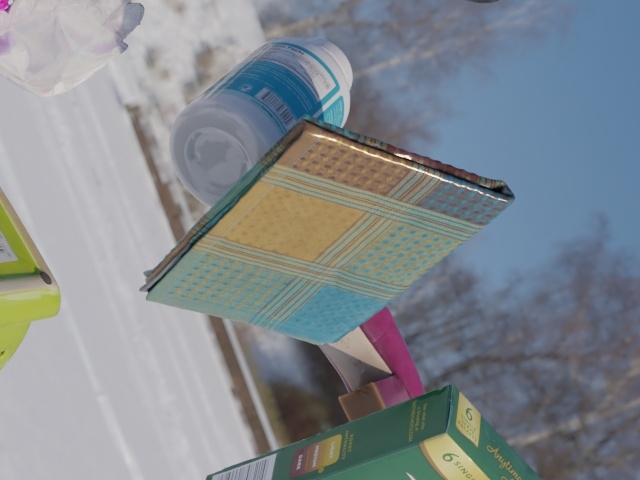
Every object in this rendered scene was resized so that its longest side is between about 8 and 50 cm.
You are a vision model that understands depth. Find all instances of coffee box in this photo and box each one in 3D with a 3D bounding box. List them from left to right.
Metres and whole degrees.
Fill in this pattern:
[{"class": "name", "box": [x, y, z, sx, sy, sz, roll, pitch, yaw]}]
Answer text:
[{"class": "coffee box", "box": [0.031, 0.156, 0.907, 0.113, 0.184, 0.040, 49, 34, -29]}]

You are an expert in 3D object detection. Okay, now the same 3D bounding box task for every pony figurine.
[{"class": "pony figurine", "box": [-0.407, -0.260, 1.750, 0.303, 0.351, 0.363, 35, 24, -25]}]

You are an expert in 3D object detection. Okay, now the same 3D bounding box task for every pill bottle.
[{"class": "pill bottle", "box": [-0.058, -0.151, 1.864, 0.264, 0.146, 0.146, -47, 126, -49]}]

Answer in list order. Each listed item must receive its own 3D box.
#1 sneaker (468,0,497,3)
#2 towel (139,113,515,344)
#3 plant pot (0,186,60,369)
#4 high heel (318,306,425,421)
[{"class": "sneaker", "box": [-0.001, -0.264, 1.204, 0.341, 0.125, 0.139, 29, 3, 14]}, {"class": "towel", "box": [0.000, 0.000, 1.720, 0.370, 0.271, 0.040, -42, -140, 46]}, {"class": "plant pot", "box": [-0.428, 0.045, 1.681, 0.228, 0.207, 0.227, 57, 20, 10]}, {"class": "high heel", "box": [0.042, 0.096, 2.207, 0.181, 0.127, 0.377, -13, 86, -67]}]
